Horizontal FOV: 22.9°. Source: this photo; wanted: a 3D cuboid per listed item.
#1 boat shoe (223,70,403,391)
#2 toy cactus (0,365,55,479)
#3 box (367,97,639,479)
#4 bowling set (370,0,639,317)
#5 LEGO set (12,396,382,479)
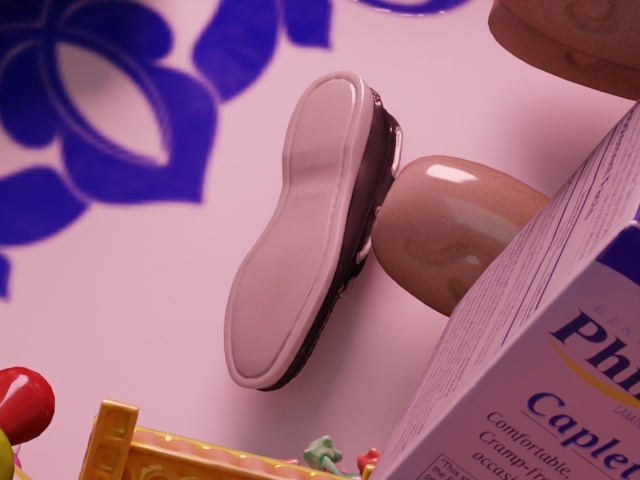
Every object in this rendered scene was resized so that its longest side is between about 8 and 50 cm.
[{"bbox_3d":[0.000,0.000,0.579,0.046,0.038,0.125,-5,61,39],"label":"boat shoe"},{"bbox_3d":[-0.087,0.151,0.386,0.112,0.180,0.219,0,97,12],"label":"toy cactus"},{"bbox_3d":[0.085,0.030,0.446,0.072,0.137,0.126,36,35,-1],"label":"box"},{"bbox_3d":[0.147,-0.098,0.538,0.154,0.287,0.200,26,38,8],"label":"bowling set"},{"bbox_3d":[-0.069,0.103,0.520,0.287,0.107,0.132,-20,100,-3],"label":"LEGO set"}]
